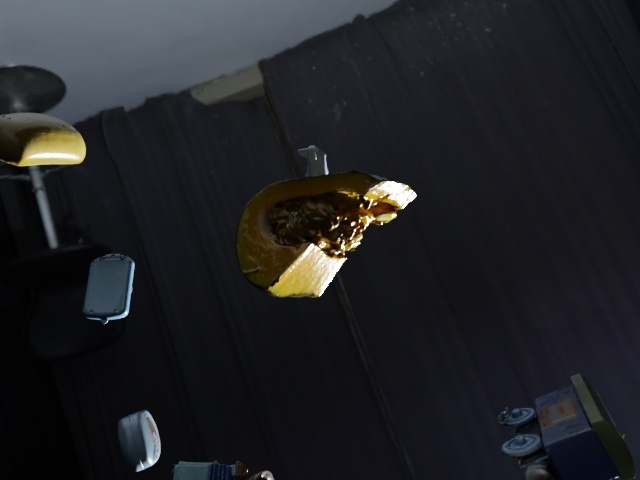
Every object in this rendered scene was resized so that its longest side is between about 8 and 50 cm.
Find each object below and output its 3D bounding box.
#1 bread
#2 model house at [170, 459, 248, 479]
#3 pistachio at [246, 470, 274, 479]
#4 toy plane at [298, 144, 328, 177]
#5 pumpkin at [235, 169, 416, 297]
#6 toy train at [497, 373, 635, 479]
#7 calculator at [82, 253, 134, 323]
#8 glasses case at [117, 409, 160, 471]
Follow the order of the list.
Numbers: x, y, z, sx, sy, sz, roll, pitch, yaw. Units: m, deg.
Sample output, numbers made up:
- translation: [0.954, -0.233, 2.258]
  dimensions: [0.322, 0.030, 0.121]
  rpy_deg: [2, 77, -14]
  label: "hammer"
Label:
- translation: [-0.606, -0.219, 1.282]
  dimensions: [0.098, 0.147, 0.217]
  rpy_deg: [-67, 167, 18]
  label: "bread"
- translation: [-0.215, 0.508, 1.225]
  dimensions: [0.149, 0.119, 0.148]
  rpy_deg: [-10, 138, 5]
  label: "model house"
- translation: [-0.135, 0.602, 1.329]
  dimensions: [0.144, 0.144, 0.215]
  rpy_deg: [-9, 129, -42]
  label: "pistachio"
- translation: [-0.013, -0.209, 1.856]
  dimensions: [0.080, 0.173, 0.174]
  rpy_deg: [-11, 168, 3]
  label: "toy plane"
- translation: [-0.001, 0.000, 0.966]
  dimensions: [0.281, 0.189, 0.139]
  rpy_deg: [-2, 167, 33]
  label: "pumpkin"
- translation: [0.445, 0.367, 1.114]
  dimensions: [0.202, 0.131, 0.300]
  rpy_deg: [-27, 177, 15]
  label: "toy train"
- translation: [-0.574, 0.129, 1.636]
  dimensions: [0.121, 0.210, 0.039]
  rpy_deg: [-3, 149, -2]
  label: "calculator"
- translation: [-0.239, 0.262, 0.801]
  dimensions: [0.045, 0.067, 0.178]
  rpy_deg: [-17, 171, -16]
  label: "glasses case"
